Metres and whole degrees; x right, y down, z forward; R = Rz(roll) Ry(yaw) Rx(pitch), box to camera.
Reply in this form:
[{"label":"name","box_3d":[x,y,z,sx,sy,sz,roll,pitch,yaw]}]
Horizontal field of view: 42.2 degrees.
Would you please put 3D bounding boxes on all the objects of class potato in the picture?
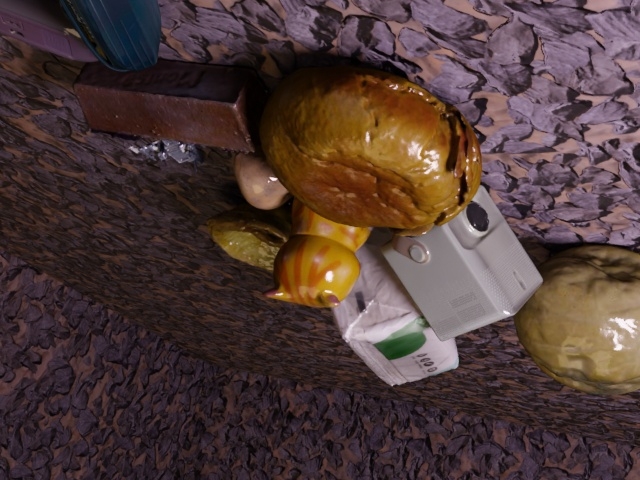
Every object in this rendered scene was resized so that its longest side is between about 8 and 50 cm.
[{"label":"potato","box_3d":[-0.095,-0.118,1.513,0.112,0.112,0.147,6,164,29]}]

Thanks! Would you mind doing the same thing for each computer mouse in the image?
[{"label":"computer mouse","box_3d":[-0.435,-0.339,1.251,0.232,0.057,0.120,20,161,-1]}]

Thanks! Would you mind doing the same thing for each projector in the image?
[{"label":"projector","box_3d":[0.236,0.031,1.434,0.177,0.163,0.242,-33,90,47]}]

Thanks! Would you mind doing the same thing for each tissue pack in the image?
[{"label":"tissue pack","box_3d":[0.141,0.118,1.682,0.194,0.266,0.356,-20,151,11]}]

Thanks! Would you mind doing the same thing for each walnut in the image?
[{"label":"walnut","box_3d":[0.496,0.140,1.505,0.277,0.282,0.253,15,123,29]}]

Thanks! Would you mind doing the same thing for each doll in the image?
[{"label":"doll","box_3d":[0.009,-0.003,1.487,0.167,0.269,0.162,2,160,28]}]

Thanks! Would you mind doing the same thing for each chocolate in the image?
[{"label":"chocolate","box_3d":[-0.246,-0.228,1.334,0.321,0.111,0.112,10,152,19]}]

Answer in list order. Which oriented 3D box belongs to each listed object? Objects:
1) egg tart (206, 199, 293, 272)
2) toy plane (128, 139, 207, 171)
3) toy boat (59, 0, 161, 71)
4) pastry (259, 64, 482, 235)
[{"label":"egg tart","box_3d":[-0.093,-0.013,1.773,0.294,0.123,0.294,18,164,5]},{"label":"toy plane","box_3d":[-0.260,-0.171,1.539,0.160,0.082,0.234,-16,153,10]},{"label":"toy boat","box_3d":[-0.284,-0.317,1.103,0.122,0.114,0.296,34,165,14]},{"label":"pastry","box_3d":[0.070,-0.130,1.250,0.356,0.163,0.356,17,163,5]}]
